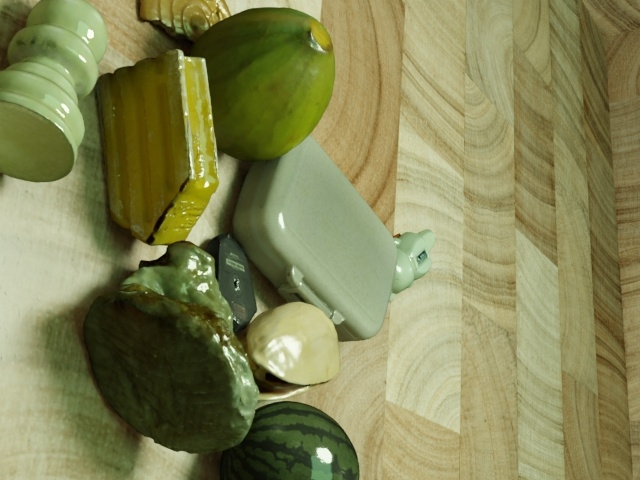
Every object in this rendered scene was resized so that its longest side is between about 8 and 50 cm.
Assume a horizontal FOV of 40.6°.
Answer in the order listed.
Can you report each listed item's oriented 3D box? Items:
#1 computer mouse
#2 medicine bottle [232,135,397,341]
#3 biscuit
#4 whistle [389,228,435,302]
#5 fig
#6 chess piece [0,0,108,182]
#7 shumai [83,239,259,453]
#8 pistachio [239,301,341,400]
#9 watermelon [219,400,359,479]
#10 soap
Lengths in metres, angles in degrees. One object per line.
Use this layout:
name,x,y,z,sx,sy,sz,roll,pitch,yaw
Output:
computer mouse,-0.151,0.069,1.364,0.099,0.057,0.172,28,46,-47
medicine bottle,0.000,0.000,1.543,0.375,0.123,0.282,49,42,-37
biscuit,-0.210,-0.387,1.435,0.224,0.033,0.144,16,67,-54
whistle,0.173,0.040,1.810,0.253,0.106,0.101,-38,142,-46
fig,-0.086,-0.255,1.363,0.239,0.271,0.239,16,63,-33
chess piece,-0.346,-0.214,1.098,0.144,0.144,0.251,46,40,-39
shumai,-0.170,0.141,1.176,0.272,0.222,0.204,63,31,-7
pistachio,-0.057,0.184,1.369,0.229,0.157,0.157,-18,95,-61
watermelon,-0.048,0.344,1.293,0.212,0.212,0.212,23,62,-51
soap,-0.226,-0.120,1.213,0.080,0.160,0.257,2,80,-57
